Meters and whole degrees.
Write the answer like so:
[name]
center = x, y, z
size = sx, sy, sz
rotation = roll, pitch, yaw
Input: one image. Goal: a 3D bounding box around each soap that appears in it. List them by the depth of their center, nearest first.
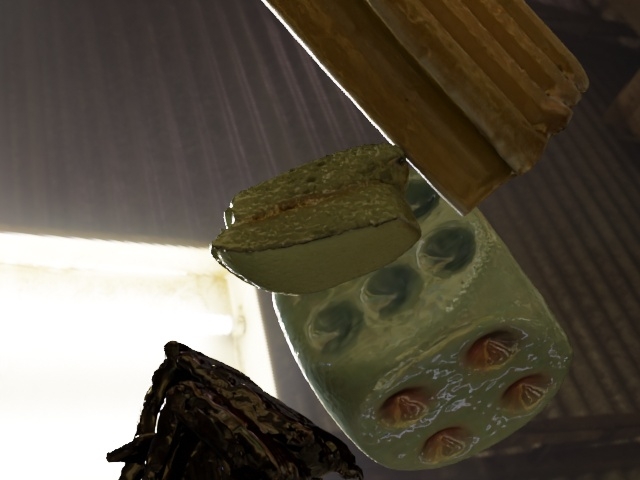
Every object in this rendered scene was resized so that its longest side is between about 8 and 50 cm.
[soap]
center = 0.050, -0.141, 0.489
size = 0.232, 0.073, 0.140
rotation = 47, -141, -3

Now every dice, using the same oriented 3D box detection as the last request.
[dice]
center = 0.119, 0.094, 0.992
size = 0.262, 0.268, 0.264
rotation = 46, -167, -43

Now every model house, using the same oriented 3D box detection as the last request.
[model house]
center = -0.123, 0.237, 0.773
size = 0.317, 0.297, 0.282
rotation = 39, -145, -62

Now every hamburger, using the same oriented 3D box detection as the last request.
[hamburger]
center = -0.001, -0.003, 0.483
size = 0.121, 0.084, 0.054
rotation = -18, -117, 1
